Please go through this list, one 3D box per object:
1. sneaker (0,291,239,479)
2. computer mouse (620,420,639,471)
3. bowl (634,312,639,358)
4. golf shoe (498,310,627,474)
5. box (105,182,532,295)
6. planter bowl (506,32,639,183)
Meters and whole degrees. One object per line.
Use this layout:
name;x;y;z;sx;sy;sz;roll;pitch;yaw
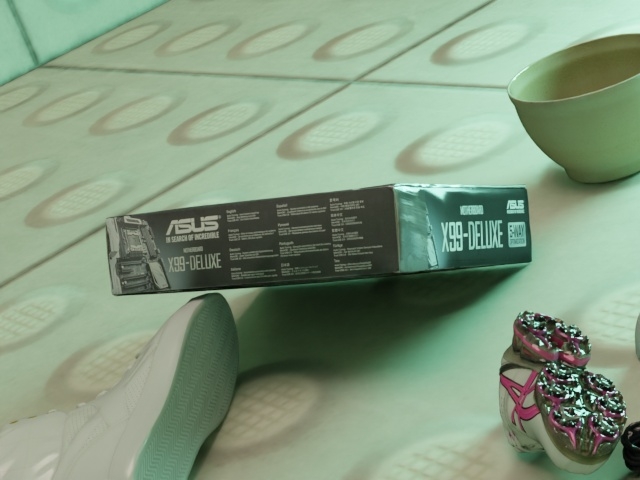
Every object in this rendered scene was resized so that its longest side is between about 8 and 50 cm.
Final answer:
sneaker;-0.179;0.143;1.266;0.169;0.108;0.292;-9;25;20
computer mouse;0.243;0.162;0.933;0.106;0.042;0.193;-10;17;13
bowl;0.315;0.051;1.116;0.142;0.053;0.142;-26;23;-18
golf shoe;0.166;0.123;1.061;0.068;0.086;0.186;15;19;-7
box;0.000;0.000;1.356;0.307;0.076;0.242;-5;-2;34
planter bowl;0.278;-0.124;1.491;0.162;0.109;0.162;-18;21;7
